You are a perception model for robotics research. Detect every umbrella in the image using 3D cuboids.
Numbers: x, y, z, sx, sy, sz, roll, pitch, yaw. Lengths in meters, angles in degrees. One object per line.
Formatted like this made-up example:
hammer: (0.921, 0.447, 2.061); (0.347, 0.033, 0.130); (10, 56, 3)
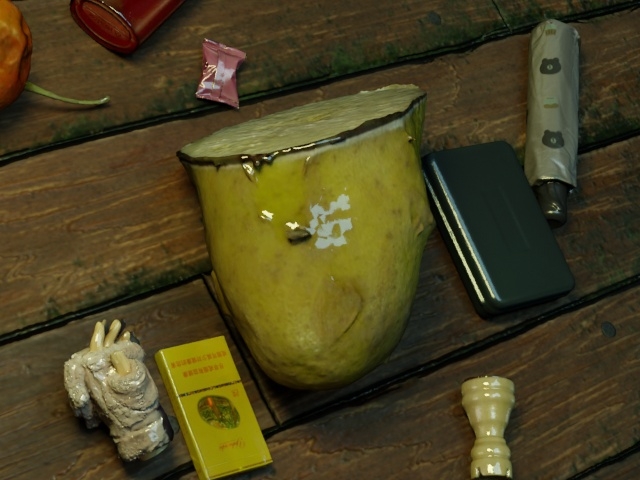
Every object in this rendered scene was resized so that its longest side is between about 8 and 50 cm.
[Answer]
umbrella: (0.323, -0.165, 2.092); (0.073, 0.067, 0.337); (14, 58, -12)

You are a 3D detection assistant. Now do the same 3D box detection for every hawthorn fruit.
hawthorn fruit: (-0.358, -0.187, 1.668); (0.285, 0.165, 0.165); (35, 47, -41)

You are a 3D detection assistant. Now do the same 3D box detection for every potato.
potato: (0.000, 0.000, 1.735); (0.397, 0.290, 0.295); (-56, 135, -76)

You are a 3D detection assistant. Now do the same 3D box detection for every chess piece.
chess piece: (0.201, 0.229, 1.797); (0.066, 0.066, 0.122); (14, 63, -24)

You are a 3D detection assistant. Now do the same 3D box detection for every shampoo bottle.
shampoo bottle: (-0.199, -0.337, 1.868); (0.102, 0.064, 0.260); (33, 50, 3)

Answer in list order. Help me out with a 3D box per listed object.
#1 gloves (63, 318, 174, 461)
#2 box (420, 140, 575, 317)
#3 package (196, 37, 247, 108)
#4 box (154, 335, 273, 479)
gloves: (-0.210, 0.162, 1.558); (0.094, 0.110, 0.144); (-30, 78, 3)
box: (0.226, -0.018, 1.957); (0.160, 0.050, 0.230); (-12, 70, -36)
package: (-0.123, -0.206, 1.866); (0.059, 0.029, 0.083); (15, 65, -20)
box: (-0.117, 0.185, 1.649); (0.087, 0.023, 0.155); (-9, 69, -38)
